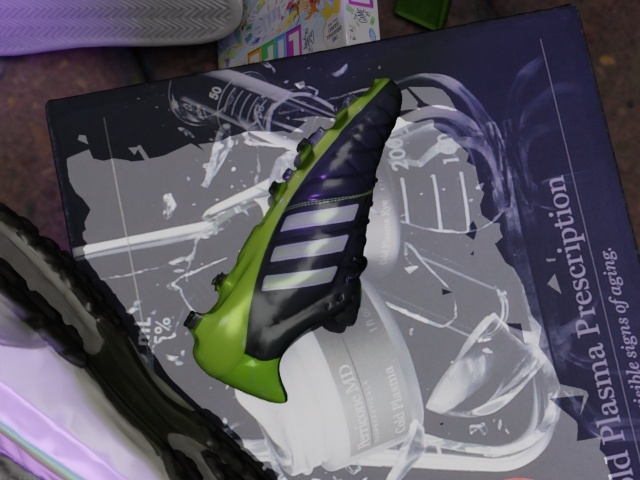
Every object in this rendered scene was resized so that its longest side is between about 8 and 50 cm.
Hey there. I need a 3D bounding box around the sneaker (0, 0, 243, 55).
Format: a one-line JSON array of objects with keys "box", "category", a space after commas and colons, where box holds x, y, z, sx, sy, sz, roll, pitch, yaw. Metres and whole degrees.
[{"box": [-0.189, -0.221, 0.790, 0.293, 0.108, 0.169, 3, 64, 4], "category": "sneaker"}]

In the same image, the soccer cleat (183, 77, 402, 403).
[{"box": [0.000, 0.000, 0.606, 0.072, 0.060, 0.179, 33, 87, -8], "category": "soccer cleat"}]

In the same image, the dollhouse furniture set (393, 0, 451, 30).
[{"box": [0.108, -0.223, 0.840, 0.076, 0.058, 0.151, 25, 62, 7], "category": "dollhouse furniture set"}]

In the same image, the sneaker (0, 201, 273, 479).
[{"box": [-0.123, 0.154, 0.547, 0.182, 0.158, 0.410, -42, 83, 6], "category": "sneaker"}]

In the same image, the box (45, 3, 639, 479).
[{"box": [0.027, 0.069, 0.714, 0.313, 0.179, 0.343, -12, 83, -4], "category": "box"}]

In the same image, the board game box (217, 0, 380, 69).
[{"box": [-0.020, -0.152, 0.758, 0.026, 0.154, 0.103, 1, 80, -34], "category": "board game box"}]
